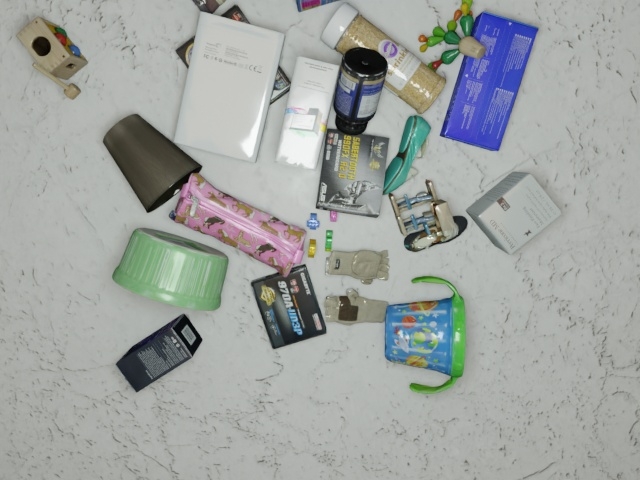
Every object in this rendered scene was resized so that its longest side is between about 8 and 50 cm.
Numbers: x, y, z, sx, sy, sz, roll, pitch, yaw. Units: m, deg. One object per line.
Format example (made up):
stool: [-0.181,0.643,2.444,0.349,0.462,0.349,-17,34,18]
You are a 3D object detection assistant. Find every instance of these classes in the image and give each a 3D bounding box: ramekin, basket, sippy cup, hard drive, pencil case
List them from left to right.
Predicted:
basket: [-0.484,-0.229,1.563,0.204,0.154,0.227,-41,94,-5]
ramekin: [-0.403,0.073,1.542,0.303,0.303,0.148,18,92,-3]
hard drive: [-0.250,-0.413,1.522,0.232,0.047,0.353,14,99,-3]
pencil case: [-0.223,-0.041,1.579,0.386,0.167,0.160,28,126,-7]
sippy cup: [0.301,0.275,1.624,0.224,0.240,0.306,1,61,10]

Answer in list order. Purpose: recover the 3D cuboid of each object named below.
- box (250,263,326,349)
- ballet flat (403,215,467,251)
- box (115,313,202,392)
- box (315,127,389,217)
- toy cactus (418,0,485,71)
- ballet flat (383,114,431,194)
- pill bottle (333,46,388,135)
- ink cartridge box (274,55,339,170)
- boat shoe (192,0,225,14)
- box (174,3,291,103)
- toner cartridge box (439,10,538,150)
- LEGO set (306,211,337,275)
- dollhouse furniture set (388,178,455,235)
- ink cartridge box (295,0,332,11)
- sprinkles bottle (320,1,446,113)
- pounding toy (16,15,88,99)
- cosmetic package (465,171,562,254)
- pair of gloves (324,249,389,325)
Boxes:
box: [-0.095,0.200,1.683,0.175,0.051,0.220,-17,99,2]
ballet flat: [0.346,-0.015,1.641,0.203,0.074,0.074,-21,99,3]
box: [-0.475,0.331,1.652,0.207,0.153,0.108,-32,98,4]
box: [0.091,-0.190,1.582,0.183,0.056,0.231,9,80,-1]
toy cactus: [0.369,-0.551,1.509,0.180,0.112,0.219,45,110,35]
ballet flat: [0.254,-0.234,1.602,0.087,0.083,0.247,19,101,-18]
pill bottle: [0.101,-0.395,1.500,0.122,0.123,0.219,11,144,-2]
ink cartridge box: [-0.036,-0.338,1.517,0.117,0.201,0.278,13,99,-2]
boat shoe: [-0.389,-0.725,1.503,0.285,0.103,0.092,39,92,-12]
box: [-0.238,-0.480,1.564,0.216,0.060,0.270,-34,98,5]
toner cartridge box: [0.470,-0.442,1.568,0.165,0.075,0.348,16,99,-4]
LEGO set: [0.000,0.000,1.629,0.087,0.093,0.227,3,100,-1]
dollhouse furniture set: [0.281,-0.088,1.570,0.129,0.184,0.129,-20,99,3]
ink cartridge box: [0.093,-0.803,1.466,0.395,0.151,0.270,-15,100,4]
sprinkles bottle: [0.174,-0.499,1.534,0.355,0.121,0.121,35,98,-6]
pounding toy: [-0.702,-0.490,1.498,0.094,0.181,0.206,-37,98,5]
cosmetic package: [0.547,-0.081,1.589,0.183,0.151,0.151,-41,96,6]
pair of gloves: [0.109,0.141,1.664,0.204,0.042,0.240,-1,104,-18]
